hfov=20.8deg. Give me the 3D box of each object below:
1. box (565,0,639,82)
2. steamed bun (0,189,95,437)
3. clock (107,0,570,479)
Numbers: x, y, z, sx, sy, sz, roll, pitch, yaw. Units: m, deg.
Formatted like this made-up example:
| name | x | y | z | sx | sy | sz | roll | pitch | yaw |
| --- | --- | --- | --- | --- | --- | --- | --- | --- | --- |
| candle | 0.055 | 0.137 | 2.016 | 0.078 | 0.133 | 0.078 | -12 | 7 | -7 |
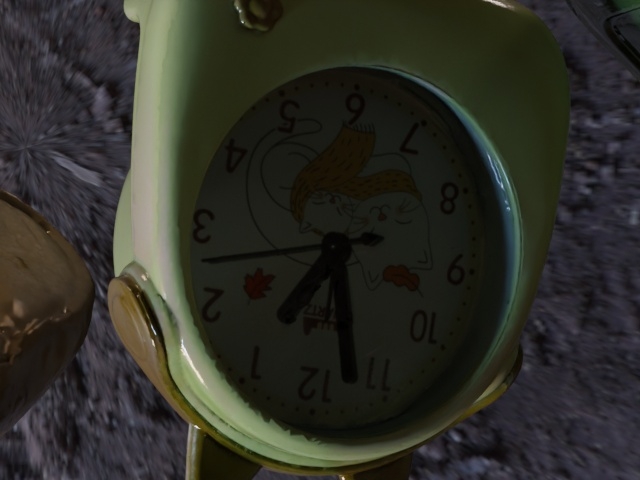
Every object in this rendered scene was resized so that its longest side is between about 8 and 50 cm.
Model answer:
| name | x | y | z | sx | sy | sz | roll | pitch | yaw |
| --- | --- | --- | --- | --- | --- | --- | --- | --- | --- |
| box | 0.336 | -0.153 | 1.083 | 0.253 | 0.329 | 0.178 | 44 | 78 | -13 |
| steamed bun | -0.187 | 0.031 | 0.644 | 0.212 | 0.231 | 0.110 | 17 | 116 | -40 |
| clock | 0.000 | 0.000 | 1.085 | 0.286 | 0.117 | 0.348 | 10 | 87 | -27 |
